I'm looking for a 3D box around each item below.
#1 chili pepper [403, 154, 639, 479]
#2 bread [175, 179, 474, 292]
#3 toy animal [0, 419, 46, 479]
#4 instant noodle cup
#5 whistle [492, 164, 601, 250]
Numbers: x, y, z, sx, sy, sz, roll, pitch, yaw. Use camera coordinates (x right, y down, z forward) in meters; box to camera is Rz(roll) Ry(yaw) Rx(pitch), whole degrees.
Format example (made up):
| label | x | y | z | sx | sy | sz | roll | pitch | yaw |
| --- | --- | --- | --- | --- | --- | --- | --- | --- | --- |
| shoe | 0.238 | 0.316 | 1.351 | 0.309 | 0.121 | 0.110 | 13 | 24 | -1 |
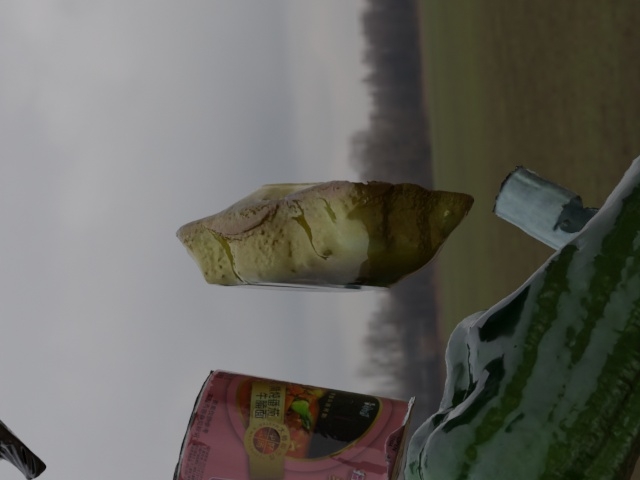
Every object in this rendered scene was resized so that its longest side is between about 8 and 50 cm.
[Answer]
| label | x | y | z | sx | sy | sz | roll | pitch | yaw |
| --- | --- | --- | --- | --- | --- | --- | --- | --- | --- |
| chili pepper | 0.209 | 0.091 | 1.295 | 0.213 | 0.167 | 0.385 | -4 | 48 | 59 |
| bread | 0.000 | 0.000 | 1.264 | 0.161 | 0.233 | 0.088 | 14 | -105 | -43 |
| toy animal | -0.376 | 0.245 | 1.445 | 0.117 | 0.210 | 0.121 | 52 | 177 | 38 |
| instant noodle cup | -0.033 | 0.266 | 1.816 | 0.244 | 0.255 | 0.244 | 16 | -90 | -85 |
| whistle | 0.308 | 0.021 | 1.458 | 0.062 | 0.312 | 0.062 | -42 | -30 | -32 |
